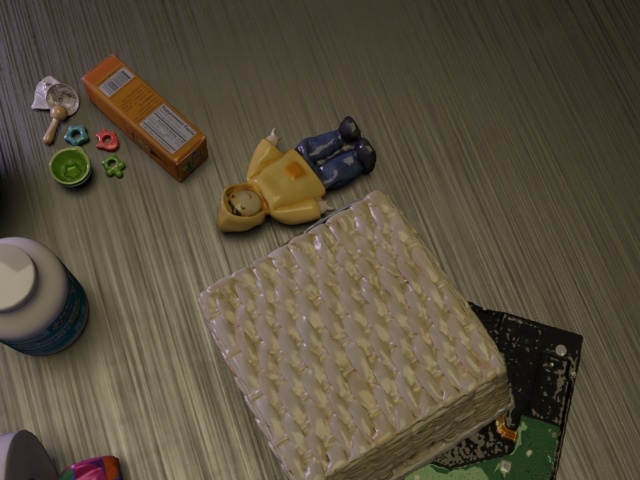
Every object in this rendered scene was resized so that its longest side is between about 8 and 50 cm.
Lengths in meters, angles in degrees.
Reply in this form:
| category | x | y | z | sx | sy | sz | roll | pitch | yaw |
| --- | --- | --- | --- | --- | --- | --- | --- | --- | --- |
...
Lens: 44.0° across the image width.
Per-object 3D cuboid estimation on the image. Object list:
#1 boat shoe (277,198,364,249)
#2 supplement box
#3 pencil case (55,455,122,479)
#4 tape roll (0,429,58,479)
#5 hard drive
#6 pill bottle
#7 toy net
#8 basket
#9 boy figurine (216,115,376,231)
| category | x | y | z | sx | sy | sz | roll | pitch | yaw |
| --- | --- | --- | --- | --- | --- | --- | --- | --- | --- |
| boat shoe | 0.001 | 0.000 | 1.300 | 0.228 | 0.081 | 0.079 | -35 | 77 | -13 |
| supplement box | -0.299 | -0.210 | 1.359 | 0.233 | 0.078 | 0.080 | 44 | 72 | 10 |
| pencil case | -0.315 | 0.432 | 1.137 | 0.105 | 0.104 | 0.236 | -15 | 71 | -7 |
| tape roll | -0.413 | 0.402 | 1.048 | 0.100 | 0.286 | 0.286 | -15 | 73 | -8 |
| hard drive | 0.257 | 0.278 | 1.231 | 0.237 | 0.064 | 0.338 | 16 | 71 | 3 |
| pill bottle | -0.433 | 0.082 | 1.155 | 0.146 | 0.264 | 0.146 | 1 | 75 | -5 |
| toy net | -0.427 | -0.200 | 1.366 | 0.122 | 0.045 | 0.232 | -22 | 74 | -9 |
| basket | 0.053 | 0.155 | 1.116 | 0.328 | 0.266 | 0.331 | -30 | 64 | -2 |
| boy figurine | -0.055 | -0.107 | 1.330 | 0.285 | 0.092 | 0.177 | -27 | 78 | -14 |
